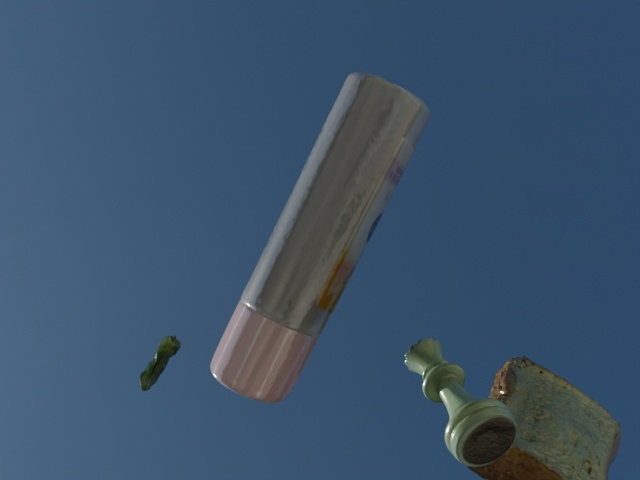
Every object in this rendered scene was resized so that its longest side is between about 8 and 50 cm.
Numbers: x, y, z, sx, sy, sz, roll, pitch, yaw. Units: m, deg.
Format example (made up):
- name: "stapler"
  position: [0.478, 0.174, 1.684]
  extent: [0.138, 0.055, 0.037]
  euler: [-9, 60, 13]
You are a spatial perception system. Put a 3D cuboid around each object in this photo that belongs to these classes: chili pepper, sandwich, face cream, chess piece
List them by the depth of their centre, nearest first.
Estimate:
- name: "face cream"
  position: [0.000, 0.000, 0.473]
  extent: [0.057, 0.084, 0.198]
  euler: [25, -90, 8]
- name: "chess piece"
  position: [0.079, 0.092, 0.480]
  extent: [0.042, 0.093, 0.042]
  euler: [-10, -58, -16]
- name: "chili pepper"
  position: [-0.232, 0.174, 1.128]
  extent: [0.030, 0.034, 0.091]
  euler: [34, -91, -22]
- name: "sandwich"
  position: [0.353, 0.309, 1.224]
  extent: [0.226, 0.251, 0.087]
  euler: [36, -56, 9]
